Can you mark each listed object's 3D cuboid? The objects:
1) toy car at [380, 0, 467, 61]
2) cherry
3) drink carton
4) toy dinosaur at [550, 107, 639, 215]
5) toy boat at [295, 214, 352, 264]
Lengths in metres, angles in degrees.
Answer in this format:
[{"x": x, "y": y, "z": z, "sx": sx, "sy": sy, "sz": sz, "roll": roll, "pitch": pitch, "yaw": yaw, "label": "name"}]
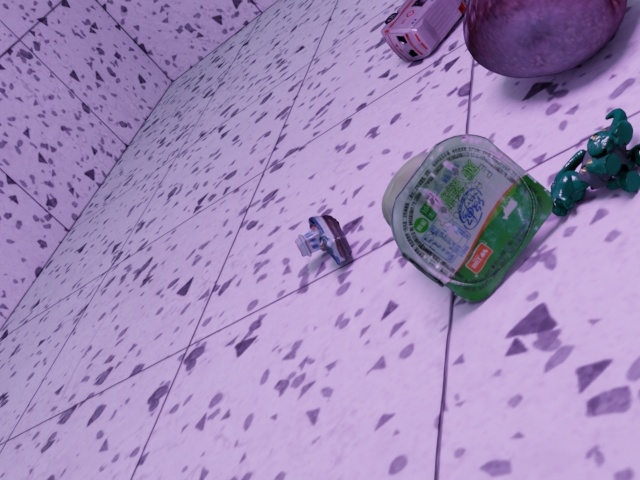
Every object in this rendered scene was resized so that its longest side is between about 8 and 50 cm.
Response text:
[{"x": 0.211, "y": -0.428, "z": 1.523, "sx": 0.209, "sy": 0.089, "sz": 0.108, "roll": -51, "pitch": 24, "yaw": -13, "label": "toy car"}, {"x": 0.291, "y": -0.309, "z": 1.065, "sx": 0.213, "sy": 0.183, "sz": 0.266, "roll": -48, "pitch": 6, "yaw": -34, "label": "cherry"}, {"x": 0.136, "y": -0.036, "z": 0.894, "sx": 0.146, "sy": 0.144, "sz": 0.142, "roll": -52, "pitch": 14, "yaw": 2, "label": "drink carton"}, {"x": 0.284, "y": -0.084, "z": 0.846, "sx": 0.132, "sy": 0.059, "sz": 0.096, "roll": -60, "pitch": 21, "yaw": -18, "label": "toy dinosaur"}, {"x": 0.000, "y": 0.000, "z": 1.150, "sx": 0.066, "sy": 0.059, "sz": 0.140, "roll": -25, "pitch": 21, "yaw": -2, "label": "toy boat"}]
